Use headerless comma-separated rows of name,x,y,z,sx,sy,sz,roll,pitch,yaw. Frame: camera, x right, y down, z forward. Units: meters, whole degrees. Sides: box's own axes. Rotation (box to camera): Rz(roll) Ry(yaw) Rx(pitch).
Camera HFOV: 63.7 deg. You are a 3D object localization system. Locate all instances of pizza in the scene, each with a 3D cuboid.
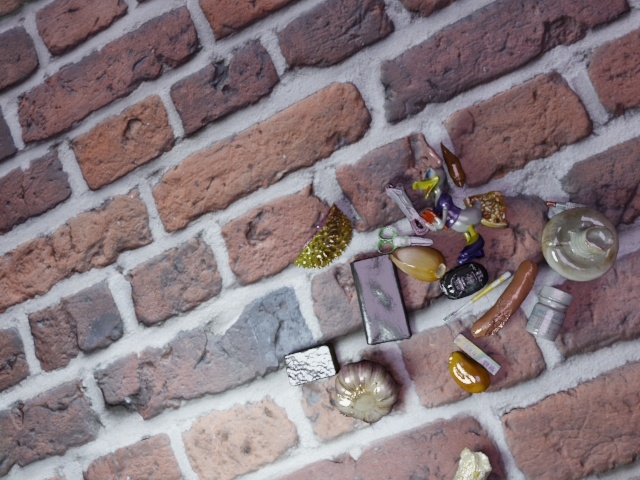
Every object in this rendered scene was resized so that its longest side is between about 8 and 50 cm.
pizza,0.594,-0.124,1.822,0.174,0.046,0.134,28,92,15

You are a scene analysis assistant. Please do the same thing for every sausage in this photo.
sausage,0.638,0.211,1.765,0.327,0.079,0.087,-54,46,3

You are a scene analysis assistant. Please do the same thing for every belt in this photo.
belt,0.322,-0.118,1.889,0.071,0.053,0.232,-36,80,6

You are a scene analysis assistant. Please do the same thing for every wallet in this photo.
wallet,0.221,0.215,1.891,0.170,0.044,0.322,-13,85,14

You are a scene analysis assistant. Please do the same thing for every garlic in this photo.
garlic,0.350,0.083,1.838,0.206,0.128,0.115,14,133,20
garlic,0.158,0.520,1.824,0.244,0.161,0.245,3,119,5

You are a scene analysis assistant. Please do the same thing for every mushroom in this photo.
mushroom,0.844,0.007,1.656,0.243,0.243,0.244,-1,85,14

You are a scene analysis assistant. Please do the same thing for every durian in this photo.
durian,0.007,0.008,1.911,0.153,0.186,0.261,35,107,21

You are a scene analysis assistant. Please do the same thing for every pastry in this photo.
pastry,0.488,0.825,1.744,0.121,0.089,0.259,24,90,18

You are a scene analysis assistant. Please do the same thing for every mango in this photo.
mango,0.510,0.457,1.778,0.159,0.084,0.105,48,114,33

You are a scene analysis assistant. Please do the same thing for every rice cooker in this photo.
rice cooker,0.501,0.139,1.794,0.165,0.106,0.112,-28,86,-4

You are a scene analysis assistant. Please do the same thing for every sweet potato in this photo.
sweet potato,0.477,-0.279,1.864,0.056,0.056,0.195,-23,75,11

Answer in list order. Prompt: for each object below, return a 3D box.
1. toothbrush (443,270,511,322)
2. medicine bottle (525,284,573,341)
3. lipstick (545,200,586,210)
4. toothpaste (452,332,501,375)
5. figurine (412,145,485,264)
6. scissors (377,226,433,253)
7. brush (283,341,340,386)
toothbrush,0.551,0.200,1.816,0.288,0.024,0.021,-39,76,8
medicine bottle,0.762,0.243,1.718,0.104,0.105,0.168,24,92,15
lipstick,0.837,-0.118,1.768,0.129,0.030,0.030,13,88,15
toothpaste,0.544,0.394,1.795,0.178,0.037,0.043,40,94,14
figurine,0.448,-0.120,1.785,0.193,0.154,0.421,-35,80,-4
scissors,0.311,0.005,1.893,0.204,0.027,0.101,4,90,15
brush,-0.036,0.464,1.924,0.197,0.059,0.123,-19,79,12
